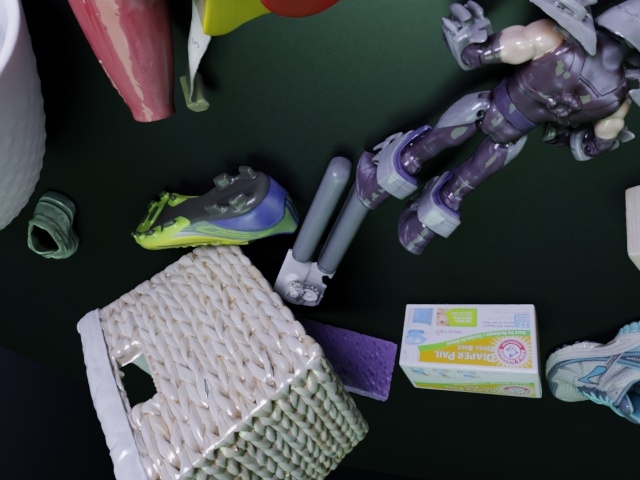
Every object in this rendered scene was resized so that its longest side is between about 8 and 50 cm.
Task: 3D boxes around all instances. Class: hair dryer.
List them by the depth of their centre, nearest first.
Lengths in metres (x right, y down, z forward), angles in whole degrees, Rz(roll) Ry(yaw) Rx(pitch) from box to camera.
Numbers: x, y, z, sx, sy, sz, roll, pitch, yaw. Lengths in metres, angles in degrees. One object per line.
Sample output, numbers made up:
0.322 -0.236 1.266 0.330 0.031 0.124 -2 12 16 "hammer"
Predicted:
-0.130 -0.189 0.272 0.080 0.224 0.293 -19 163 -23 "hair dryer"

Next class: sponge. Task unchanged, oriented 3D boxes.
0.044 0.239 0.857 0.209 0.117 0.031 15 144 4 "sponge"

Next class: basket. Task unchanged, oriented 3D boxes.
-0.133 0.227 0.657 0.328 0.266 0.331 43 164 42 "basket"

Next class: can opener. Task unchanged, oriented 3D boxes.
0.000 0.000 0.582 0.074 0.093 0.280 22 137 -3 "can opener"

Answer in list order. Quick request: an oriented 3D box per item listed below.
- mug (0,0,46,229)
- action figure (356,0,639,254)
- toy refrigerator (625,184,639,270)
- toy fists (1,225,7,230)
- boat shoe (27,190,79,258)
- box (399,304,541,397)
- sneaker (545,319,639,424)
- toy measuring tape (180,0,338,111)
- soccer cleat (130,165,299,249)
-0.450 -0.084 0.393 0.276 0.374 0.328 32 150 -13 "mug"
0.148 -0.103 0.360 0.185 0.099 0.285 36 138 -15 "action figure"
0.430 0.038 0.437 0.269 0.094 0.102 36 148 -25 "toy refrigerator"
-0.666 -0.103 0.700 0.142 0.096 0.279 -11 138 36 "toy fists"
-0.506 -0.008 0.780 0.083 0.076 0.226 26 145 -13 "boat shoe"
0.245 0.177 0.688 0.202 0.114 0.103 -5 140 27 "box"
0.452 0.220 0.651 0.109 0.122 0.283 18 146 -1 "sneaker"
-0.041 -0.194 0.320 0.121 0.122 0.330 26 161 -14 "toy measuring tape"
-0.159 -0.020 0.604 0.288 0.094 0.121 -10 143 34 "soccer cleat"
